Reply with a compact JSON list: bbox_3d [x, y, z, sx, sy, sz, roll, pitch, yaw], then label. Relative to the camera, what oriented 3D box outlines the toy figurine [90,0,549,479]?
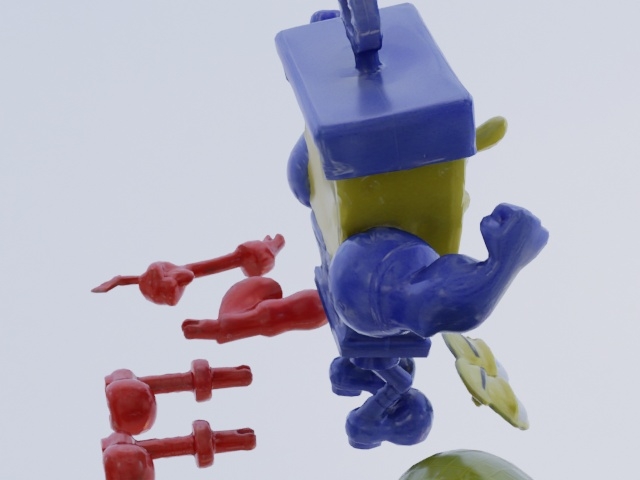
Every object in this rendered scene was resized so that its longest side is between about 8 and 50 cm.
[{"bbox_3d":[0.000,0.000,0.738,0.191,0.362,0.217,-4,-62,-7],"label":"toy figurine"}]
